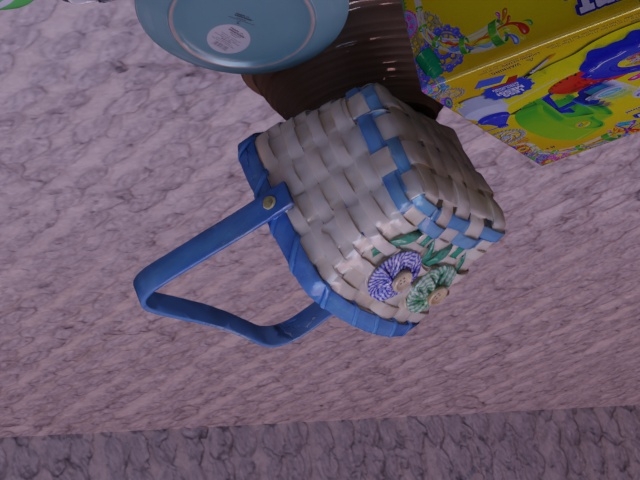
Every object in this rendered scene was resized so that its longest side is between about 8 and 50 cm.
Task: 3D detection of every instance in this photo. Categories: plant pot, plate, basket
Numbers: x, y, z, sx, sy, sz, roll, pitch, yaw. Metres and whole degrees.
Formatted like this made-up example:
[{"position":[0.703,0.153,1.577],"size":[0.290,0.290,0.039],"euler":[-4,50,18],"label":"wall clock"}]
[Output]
[{"position":[0.045,-0.156,1.766],"size":[0.237,0.109,0.237],"euler":[-11,162,-4],"label":"plant pot"},{"position":[-0.068,-0.198,1.619],"size":[0.188,0.024,0.188],"euler":[-1,145,-1],"label":"plate"},{"position":[0.000,0.000,1.704],"size":[0.289,0.201,0.255],"euler":[-31,156,23],"label":"basket"}]

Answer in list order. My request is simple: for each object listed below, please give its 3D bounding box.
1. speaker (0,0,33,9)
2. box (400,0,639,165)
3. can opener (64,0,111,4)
[{"position":[-0.320,-0.241,1.278],"size":[0.131,0.131,0.296],"euler":[-26,156,38],"label":"speaker"},{"position":[0.252,-0.218,1.599],"size":[0.290,0.177,0.279],"euler":[-20,161,24],"label":"box"},{"position":[-0.085,-0.250,1.505],"size":[0.280,0.074,0.093],"euler":[-10,-164,2],"label":"can opener"}]
